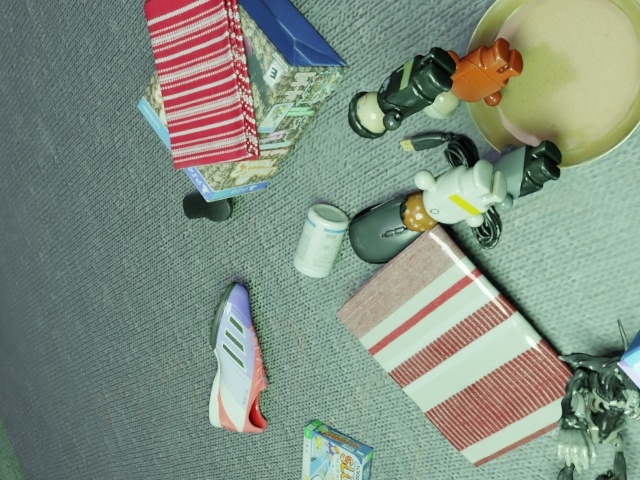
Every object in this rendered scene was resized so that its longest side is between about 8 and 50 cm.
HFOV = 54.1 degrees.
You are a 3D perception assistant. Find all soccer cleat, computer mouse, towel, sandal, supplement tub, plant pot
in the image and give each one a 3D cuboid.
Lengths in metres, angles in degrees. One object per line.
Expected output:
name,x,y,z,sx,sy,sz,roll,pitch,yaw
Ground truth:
soccer cleat,-0.150,0.232,1.225,0.116,0.108,0.318,11,109,15
computer mouse,0.124,-0.056,0.933,0.262,0.060,0.184,-10,97,40
towel,0.202,0.162,0.923,0.329,0.037,0.237,48,127,4
sandal,-0.214,-0.071,1.223,0.179,0.040,0.067,3,99,53
supplement tub,0.000,0.000,1.043,0.071,0.071,0.107,35,122,26
plant pot,0.292,-0.207,0.774,0.236,0.032,0.236,13,111,37
towel,-0.187,-0.251,0.962,0.199,0.031,0.274,0,102,40

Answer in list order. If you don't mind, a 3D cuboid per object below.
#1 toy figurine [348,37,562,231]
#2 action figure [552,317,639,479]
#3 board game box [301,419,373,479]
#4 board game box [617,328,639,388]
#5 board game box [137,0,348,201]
toy figurine,0.159,-0.120,0.750,0.148,0.213,0.209,-24,90,50
action figure,0.361,0.243,0.769,0.164,0.141,0.275,9,113,7
board game box,0.027,0.454,1.175,0.136,0.035,0.201,16,112,35
board game box,0.414,0.013,0.532,0.078,0.347,0.233,52,129,14
board game box,-0.138,-0.252,1.035,0.232,0.141,0.291,51,128,16
